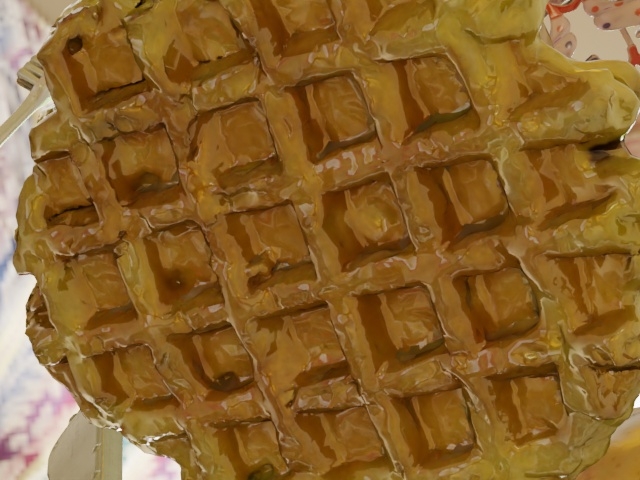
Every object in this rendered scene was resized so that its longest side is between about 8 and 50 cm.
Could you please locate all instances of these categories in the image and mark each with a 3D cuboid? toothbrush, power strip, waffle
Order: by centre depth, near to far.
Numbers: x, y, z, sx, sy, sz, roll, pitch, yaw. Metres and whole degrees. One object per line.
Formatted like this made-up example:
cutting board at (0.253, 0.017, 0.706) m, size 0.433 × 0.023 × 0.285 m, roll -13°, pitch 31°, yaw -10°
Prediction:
waffle at (0.000, 0.000, 0.743) m, size 0.068 × 0.302 × 0.325 m, roll -37°, pitch 155°, yaw -58°
toothbrush at (-0.279, -0.017, 1.172) m, size 0.342 × 0.030 × 0.025 m, roll -51°, pitch 161°, yaw -26°
power strip at (-0.185, 0.204, 1.354) m, size 0.029 × 0.080 × 0.227 m, roll 33°, pitch 21°, yaw -21°

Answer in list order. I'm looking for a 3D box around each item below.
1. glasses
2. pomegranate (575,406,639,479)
glasses at (0.239, -0.197, 1.621) m, size 0.162 × 0.255 × 0.095 m, roll 56°, pitch 11°, yaw -15°
pomegranate at (0.239, 0.240, 1.053) m, size 0.342 × 0.342 × 0.343 m, roll -9°, pitch 90°, yaw -73°
